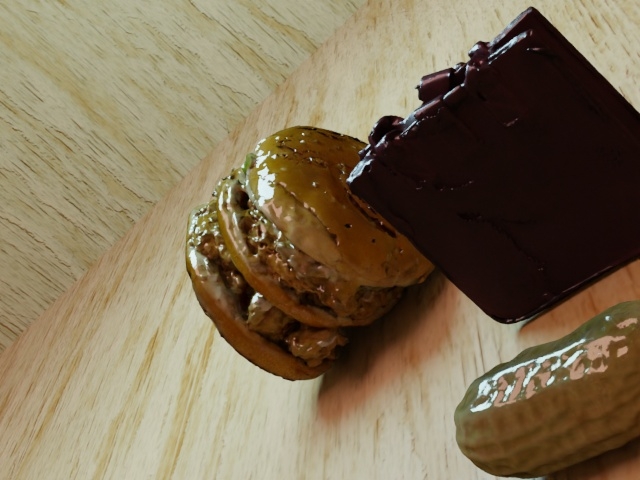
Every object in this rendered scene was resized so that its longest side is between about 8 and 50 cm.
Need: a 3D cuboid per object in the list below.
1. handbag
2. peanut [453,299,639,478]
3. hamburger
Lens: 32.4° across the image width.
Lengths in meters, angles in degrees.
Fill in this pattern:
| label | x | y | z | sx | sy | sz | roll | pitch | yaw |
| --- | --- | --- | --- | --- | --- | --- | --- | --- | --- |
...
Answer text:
| label | x | y | z | sx | sy | sz | roll | pitch | yaw |
| --- | --- | --- | --- | --- | --- | --- | --- | --- | --- |
| handbag | 0.157 | -0.054 | 0.885 | 0.203 | 0.216 | 0.074 | -39 | 17 | 32 |
| peanut | 0.175 | 0.100 | 0.731 | 0.194 | 0.083 | 0.093 | -32 | -13 | 29 |
| hamburger | -0.009 | 0.000 | 1.167 | 0.260 | 0.245 | 0.211 | -7 | -34 | -52 |
